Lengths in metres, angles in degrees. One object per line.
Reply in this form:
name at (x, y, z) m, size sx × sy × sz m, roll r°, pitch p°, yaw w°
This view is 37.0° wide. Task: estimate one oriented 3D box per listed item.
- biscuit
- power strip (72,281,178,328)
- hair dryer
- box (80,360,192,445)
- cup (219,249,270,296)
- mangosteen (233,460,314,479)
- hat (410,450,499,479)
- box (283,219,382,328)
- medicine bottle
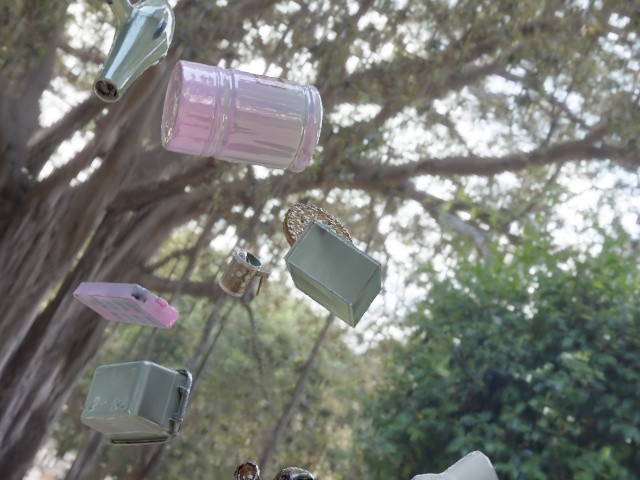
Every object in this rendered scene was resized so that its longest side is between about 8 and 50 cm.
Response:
biscuit at (-0.001, 0.001, 2.004) m, size 0.188 × 0.188 × 0.027 m, roll 32°, pitch -55°, yaw -19°
power strip at (-0.387, 0.125, 1.883) m, size 0.109 × 0.037 × 0.279 m, roll 42°, pitch -25°, yaw -31°
hair dryer at (-0.404, -0.407, 1.833) m, size 0.119 × 0.296 × 0.298 m, roll -17°, pitch -34°, yaw 30°
box at (-0.297, 0.252, 1.506) m, size 0.172 × 0.124 × 0.093 m, roll -13°, pitch -35°, yaw 39°
cup at (-0.190, 0.085, 2.365) m, size 0.102 × 0.099 × 0.074 m, roll 16°, pitch 24°, yaw -45°
mangosteen at (-0.059, 0.684, 2.068) m, size 0.435 × 0.382 × 0.382 m, roll 38°, pitch -20°, yaw 0°
hat at (0.303, 0.617, 2.290) m, size 0.161 × 0.275 × 0.232 m, roll 53°, pitch -7°, yaw -30°
box at (0.024, 0.057, 1.558) m, size 0.129 × 0.086 × 0.225 m, roll 35°, pitch -9°, yaw 11°
medicine bottle at (-0.175, -0.271, 2.096) m, size 0.315 × 0.202 × 0.202 m, roll 9°, pitch -13°, yaw -21°
